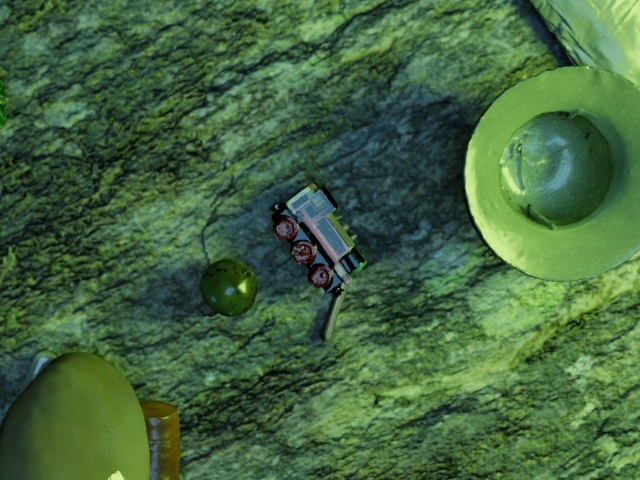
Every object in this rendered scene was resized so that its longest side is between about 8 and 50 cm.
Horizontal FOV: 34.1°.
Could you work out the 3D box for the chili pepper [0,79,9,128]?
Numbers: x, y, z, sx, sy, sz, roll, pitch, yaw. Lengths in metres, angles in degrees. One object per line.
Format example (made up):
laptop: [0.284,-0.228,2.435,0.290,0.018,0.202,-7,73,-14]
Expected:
chili pepper: [-0.482,-0.141,1.183,0.253,0.083,0.099,-15,111,-1]

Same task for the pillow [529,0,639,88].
pillow: [0.361,-0.267,1.284,0.148,0.050,0.230,-36,102,6]

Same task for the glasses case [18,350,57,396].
glasses case: [-0.348,0.176,1.282,0.032,0.021,0.083,21,96,-12]

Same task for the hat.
hat: [0.279,-0.085,1.261,0.257,0.130,0.257,-1,100,-8]

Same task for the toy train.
toy train: [0.000,0.000,1.277,0.087,0.050,0.138,-36,95,0]

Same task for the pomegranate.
pomegranate: [-0.112,0.066,1.271,0.073,0.073,0.085,6,117,-8]

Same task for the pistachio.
pistachio: [-0.286,0.269,1.201,0.181,0.162,0.293,-7,64,-6]

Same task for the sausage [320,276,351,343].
sausage: [0.019,0.083,1.316,0.015,0.015,0.100,17,97,-10]

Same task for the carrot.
carrot: [-0.211,0.299,1.292,0.087,0.087,0.194,12,95,-9]
